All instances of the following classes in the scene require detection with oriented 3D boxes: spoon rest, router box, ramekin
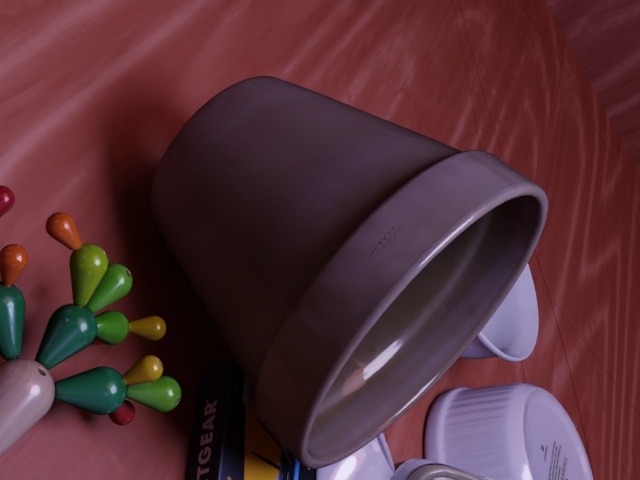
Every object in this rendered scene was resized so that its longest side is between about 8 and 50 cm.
[{"bbox_3d":[0.032,0.251,0.994,0.276,0.084,0.137,-100,166,-69],"label":"spoon rest"},{"bbox_3d":[-0.063,0.222,0.921,0.133,0.046,0.178,40,39,-38],"label":"router box"},{"bbox_3d":[0.258,0.310,1.295,0.273,0.127,0.272,38,39,-39],"label":"ramekin"}]

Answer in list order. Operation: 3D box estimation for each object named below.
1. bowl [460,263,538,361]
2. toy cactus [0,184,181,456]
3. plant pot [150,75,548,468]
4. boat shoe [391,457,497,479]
[{"bbox_3d":[0.165,0.038,1.336,0.298,0.134,0.297,37,41,-40],"label":"bowl"},{"bbox_3d":[-0.211,0.082,0.755,0.219,0.112,0.180,53,51,-27],"label":"toy cactus"},{"bbox_3d":[0.000,0.000,0.923,0.280,0.323,0.323,40,22,21],"label":"plant pot"},{"bbox_3d":[0.204,0.325,1.123,0.302,0.103,0.113,34,82,-18],"label":"boat shoe"}]
